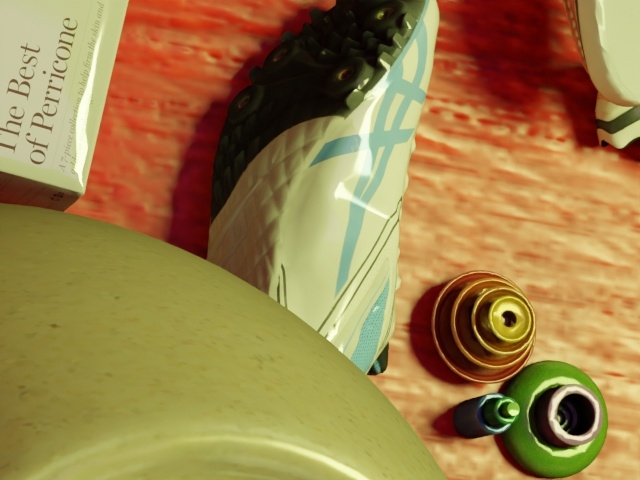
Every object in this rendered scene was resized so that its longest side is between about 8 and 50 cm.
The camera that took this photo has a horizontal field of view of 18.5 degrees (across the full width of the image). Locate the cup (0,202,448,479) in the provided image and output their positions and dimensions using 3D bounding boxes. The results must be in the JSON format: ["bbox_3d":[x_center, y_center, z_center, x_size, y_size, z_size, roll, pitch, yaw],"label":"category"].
[{"bbox_3d":[-0.074,0.136,0.551,0.331,0.237,0.331,4,81,-24],"label":"cup"}]

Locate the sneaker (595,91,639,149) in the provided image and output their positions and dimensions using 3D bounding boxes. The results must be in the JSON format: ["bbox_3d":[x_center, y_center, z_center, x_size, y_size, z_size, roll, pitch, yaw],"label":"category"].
[{"bbox_3d":[0.171,-0.055,0.887,0.109,0.040,0.043,7,92,-15],"label":"sneaker"}]

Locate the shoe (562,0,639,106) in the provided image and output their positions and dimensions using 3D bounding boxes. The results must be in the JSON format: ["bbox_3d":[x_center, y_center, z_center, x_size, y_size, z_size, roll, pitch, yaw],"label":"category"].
[{"bbox_3d":[0.115,-0.145,0.858,0.063,0.081,0.178,-3,90,-34],"label":"shoe"}]

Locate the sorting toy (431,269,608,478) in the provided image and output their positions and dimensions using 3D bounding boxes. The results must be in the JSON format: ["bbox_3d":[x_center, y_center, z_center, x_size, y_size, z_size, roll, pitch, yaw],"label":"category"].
[{"bbox_3d":[0.086,0.058,0.827,0.102,0.042,0.061,48,68,-7],"label":"sorting toy"}]

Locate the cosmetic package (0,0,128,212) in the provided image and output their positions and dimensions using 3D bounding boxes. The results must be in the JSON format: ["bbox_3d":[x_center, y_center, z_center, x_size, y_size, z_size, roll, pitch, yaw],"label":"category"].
[{"bbox_3d":[-0.119,-0.137,0.778,0.099,0.060,0.239,15,75,-16],"label":"cosmetic package"}]

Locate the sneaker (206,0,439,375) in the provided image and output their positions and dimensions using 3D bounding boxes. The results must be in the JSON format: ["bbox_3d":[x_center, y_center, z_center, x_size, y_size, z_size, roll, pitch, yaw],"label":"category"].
[{"bbox_3d":[0.000,0.000,0.794,0.086,0.085,0.237,36,64,-39],"label":"sneaker"}]
